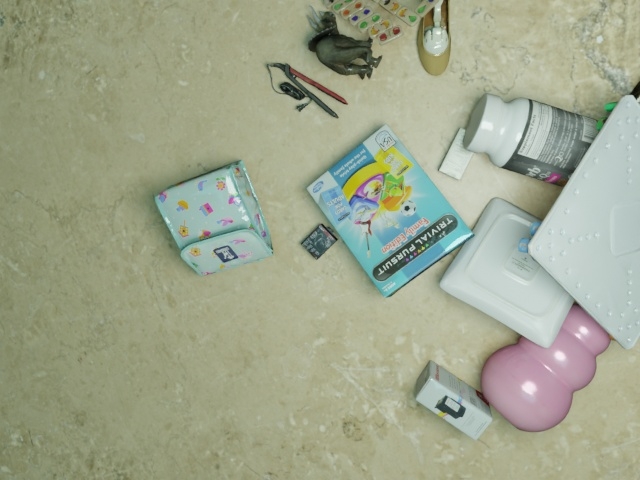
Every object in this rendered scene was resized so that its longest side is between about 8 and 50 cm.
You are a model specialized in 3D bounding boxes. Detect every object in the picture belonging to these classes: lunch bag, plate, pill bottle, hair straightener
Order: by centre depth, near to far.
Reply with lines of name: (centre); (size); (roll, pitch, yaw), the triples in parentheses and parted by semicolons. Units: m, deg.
pill bottle: (0.477, -0.225, 1.172); (0.279, 0.162, 0.162); (17, 100, 1)
plate: (0.461, 0.058, 1.205); (0.277, 0.045, 0.278); (31, 77, 19)
hair straightener: (-0.047, -0.372, 1.326); (0.231, 0.047, 0.089); (34, 101, 5)
lunch bag: (-0.262, -0.045, 1.352); (0.224, 0.160, 0.262); (-18, 104, 9)

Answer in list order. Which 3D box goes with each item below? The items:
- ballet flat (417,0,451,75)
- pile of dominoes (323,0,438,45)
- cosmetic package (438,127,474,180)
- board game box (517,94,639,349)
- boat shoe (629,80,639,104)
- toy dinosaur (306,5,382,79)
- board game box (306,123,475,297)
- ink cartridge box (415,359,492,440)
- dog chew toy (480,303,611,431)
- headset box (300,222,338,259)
ballet flat: (0.269, -0.512, 1.237); (0.080, 0.073, 0.232); (-2, 97, 9)
pile of dominoes: (0.139, -0.579, 1.219); (0.196, 0.040, 0.251); (-46, 64, 4)
cosmetic package: (0.338, -0.209, 1.276); (0.060, 0.041, 0.115); (28, 101, 5)
board game box: (0.627, -0.029, 1.099); (0.390, 0.050, 0.389); (38, 81, -23)
boat shoe: (0.768, -0.348, 1.144); (0.105, 0.111, 0.307); (33, 101, 6)
toy dinosaur: (0.048, -0.434, 1.224); (0.161, 0.313, 0.120); (8, 126, -13)
board game box: (0.164, -0.071, 1.271); (0.254, 0.079, 0.336); (-38, 76, 13)
ink cartridge box: (0.328, 0.393, 1.306); (0.175, 0.127, 0.072); (33, 104, 6)
dog chew toy: (0.536, 0.283, 1.224); (0.207, 0.206, 0.332); (42, 95, 3)
headset box: (0.000, 0.000, 1.369); (0.062, 0.032, 0.083); (45, 101, 2)
